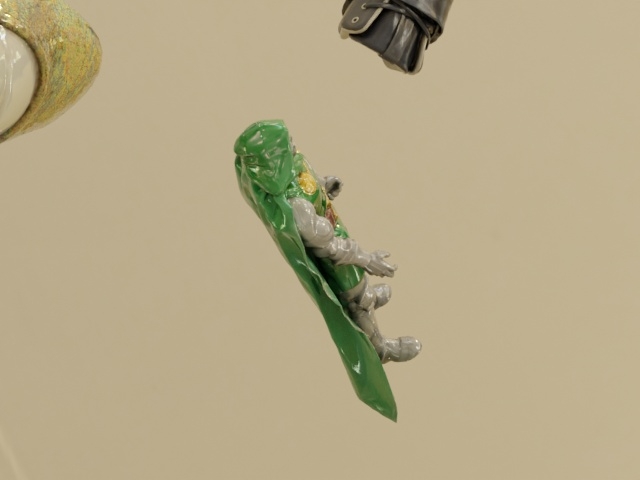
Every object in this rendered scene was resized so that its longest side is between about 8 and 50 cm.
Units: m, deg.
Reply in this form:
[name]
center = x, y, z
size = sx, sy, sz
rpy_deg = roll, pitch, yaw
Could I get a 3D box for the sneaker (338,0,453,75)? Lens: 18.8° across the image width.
[sneaker]
center = 0.102, -0.220, 1.559
size = 0.086, 0.163, 0.226
rpy_deg = 33, -26, -22

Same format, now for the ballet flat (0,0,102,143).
[ballet flat]
center = -0.249, -0.097, 1.015
size = 0.348, 0.123, 0.123
rpy_deg = 15, -59, -43

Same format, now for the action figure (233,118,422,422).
[action figure]
center = 0.000, 0.000, 1.156
size = 0.063, 0.137, 0.232
rpy_deg = -31, -36, 1
